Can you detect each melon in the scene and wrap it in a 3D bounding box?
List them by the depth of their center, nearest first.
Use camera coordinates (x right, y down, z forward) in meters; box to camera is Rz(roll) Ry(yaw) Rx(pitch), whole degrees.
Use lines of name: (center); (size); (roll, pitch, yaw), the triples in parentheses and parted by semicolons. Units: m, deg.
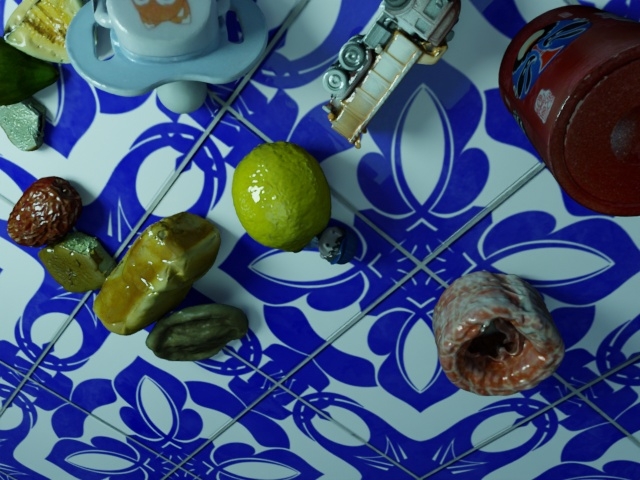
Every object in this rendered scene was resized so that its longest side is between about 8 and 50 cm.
melon: (-0.443, -0.371, 0.854); (0.160, 0.079, 0.128); (-29, 130, 21)

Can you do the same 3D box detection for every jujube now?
jujube: (-0.567, -0.053, 1.034); (0.176, 0.112, 0.109); (-37, 135, 26)

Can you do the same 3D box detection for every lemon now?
lemon: (-0.068, -0.080, 0.905); (0.181, 0.193, 0.180); (0, 165, 0)

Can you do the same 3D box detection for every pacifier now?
pacifier: (-0.237, -0.306, 0.813); (0.300, 0.244, 0.233); (-10, 153, -11)

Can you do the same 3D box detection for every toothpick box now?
toothpick box: (0.373, -0.195, 0.682); (0.204, 0.333, 0.204); (3, 120, 6)

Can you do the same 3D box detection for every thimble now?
thimble: (0.349, 0.189, 1.010); (0.240, 0.162, 0.239); (4, 121, 7)

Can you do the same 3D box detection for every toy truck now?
toy truck: (0.105, -0.288, 0.794); (0.135, 0.114, 0.270); (35, 119, -8)

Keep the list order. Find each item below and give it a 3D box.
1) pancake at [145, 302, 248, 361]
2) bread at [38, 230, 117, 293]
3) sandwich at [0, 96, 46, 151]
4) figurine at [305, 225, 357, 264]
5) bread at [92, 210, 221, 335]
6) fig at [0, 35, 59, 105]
pancake: (-0.278, 0.215, 1.140); (0.236, 0.042, 0.222); (-22, 145, 10)
bread: (-0.530, 0.048, 1.110); (0.128, 0.069, 0.140); (-19, 117, 17)
sandwich: (-0.570, -0.225, 0.974); (0.093, 0.035, 0.104); (-9, 119, 12)
figurine: (0.000, 0.000, 1.000); (0.149, 0.086, 0.087); (21, 160, 8)
bread: (-0.334, 0.070, 1.042); (0.294, 0.167, 0.132); (-41, 84, 28)
fig: (-0.549, -0.294, 0.886); (0.156, 0.123, 0.123); (8, 122, -13)
